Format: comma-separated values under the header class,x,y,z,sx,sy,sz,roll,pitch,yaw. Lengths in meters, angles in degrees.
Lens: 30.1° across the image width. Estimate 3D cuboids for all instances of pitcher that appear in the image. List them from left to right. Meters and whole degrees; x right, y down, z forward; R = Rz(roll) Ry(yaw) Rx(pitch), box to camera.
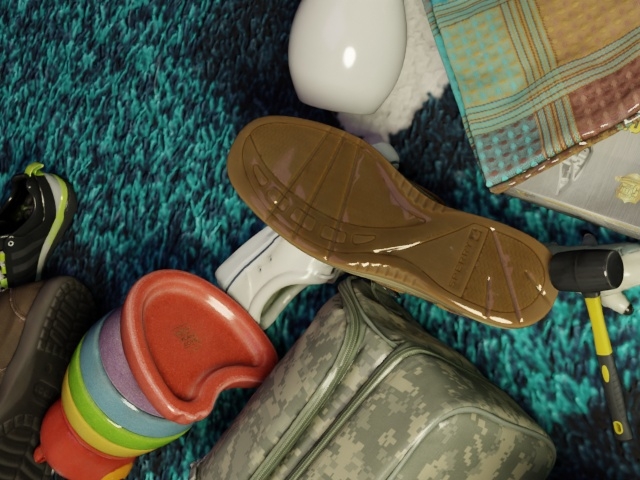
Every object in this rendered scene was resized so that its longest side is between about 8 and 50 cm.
class,x,y,z,sx,sy,sz,roll,pitch,yaw
pitcher,0.021,-0.251,1.284,0.178,0.126,0.207,29,113,53

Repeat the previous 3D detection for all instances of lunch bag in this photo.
class,x,y,z,sx,sy,sz,roll,pitch,yaw
lunch bag,0.026,0.211,1.152,0.305,0.213,0.256,-53,43,10

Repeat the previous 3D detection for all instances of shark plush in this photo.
class,x,y,z,sx,sy,sz,roll,pitch,yaw
shark plush,0.255,0.020,1.154,0.161,0.073,0.067,8,58,46

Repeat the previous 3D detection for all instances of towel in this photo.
class,x,y,z,sx,sy,sz,roll,pitch,yaw
towel,0.230,-0.248,1.159,0.271,0.040,0.370,-29,51,22

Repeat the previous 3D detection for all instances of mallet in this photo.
class,x,y,z,sx,sy,sz,roll,pitch,yaw
mallet,0.251,0.095,1.092,0.062,0.039,0.189,6,115,39

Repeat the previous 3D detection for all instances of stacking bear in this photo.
class,x,y,z,sx,sy,sz,roll,pitch,yaw
stacking bear,-0.211,0.173,1.302,0.164,0.175,0.289,54,128,11

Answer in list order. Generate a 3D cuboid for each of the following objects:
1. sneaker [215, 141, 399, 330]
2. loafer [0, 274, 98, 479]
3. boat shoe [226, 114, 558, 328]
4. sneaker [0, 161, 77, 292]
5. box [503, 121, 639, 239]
class,x,y,z,sx,sy,sz,roll,pitch,yaw
sneaker,0.000,0.000,1.280,0.258,0.094,0.091,-43,72,26
loafer,-0.382,0.209,1.397,0.130,0.134,0.365,4,58,30
boat shoe,0.067,-0.009,1.166,0.342,0.123,0.123,24,81,7
sneaker,-0.395,0.010,1.495,0.084,0.097,0.234,23,92,32
box,0.298,-0.099,1.122,0.231,0.056,0.183,23,84,33
